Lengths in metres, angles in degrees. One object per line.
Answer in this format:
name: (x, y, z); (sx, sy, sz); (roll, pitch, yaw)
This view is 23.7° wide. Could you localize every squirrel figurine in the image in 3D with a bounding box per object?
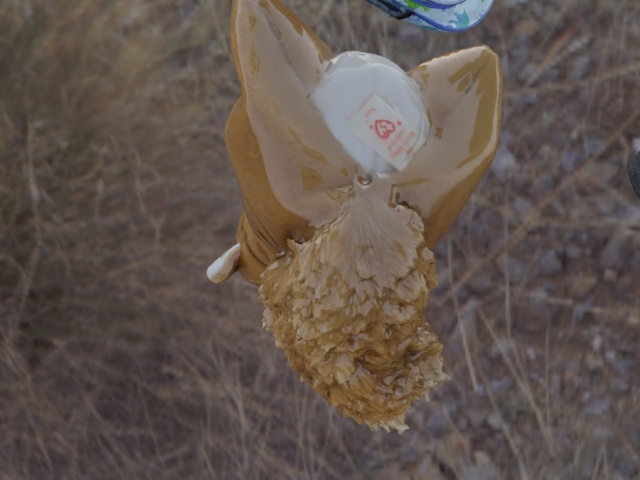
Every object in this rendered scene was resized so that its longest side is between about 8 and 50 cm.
squirrel figurine: (0.000, 0.000, 1.586); (0.281, 0.370, 0.397); (6, 64, -18)

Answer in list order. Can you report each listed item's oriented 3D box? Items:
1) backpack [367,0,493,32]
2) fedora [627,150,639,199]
backpack: (0.087, -0.219, 1.197); (0.114, 0.084, 0.105); (28, 86, -23)
fedora: (0.450, -0.052, 1.739); (0.152, 0.334, 0.334); (-26, 54, 25)
